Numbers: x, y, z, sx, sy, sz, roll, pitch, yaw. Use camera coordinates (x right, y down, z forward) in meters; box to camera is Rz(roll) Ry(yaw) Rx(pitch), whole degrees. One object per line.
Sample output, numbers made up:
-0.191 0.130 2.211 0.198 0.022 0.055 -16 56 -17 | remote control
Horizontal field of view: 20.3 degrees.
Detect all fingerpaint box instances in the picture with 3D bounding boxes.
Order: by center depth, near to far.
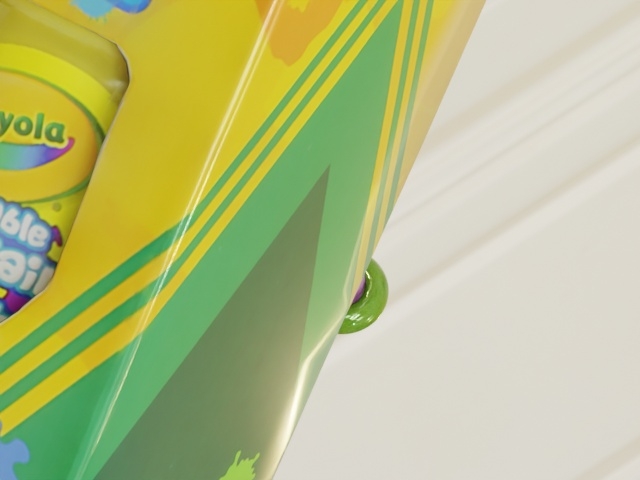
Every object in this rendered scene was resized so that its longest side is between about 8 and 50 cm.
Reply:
-0.196 -0.080 0.693 0.445 0.371 0.163 29 13 23 | fingerpaint box

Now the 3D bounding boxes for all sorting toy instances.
0.000 0.000 0.981 0.042 0.061 0.102 83 -9 -66 | sorting toy
